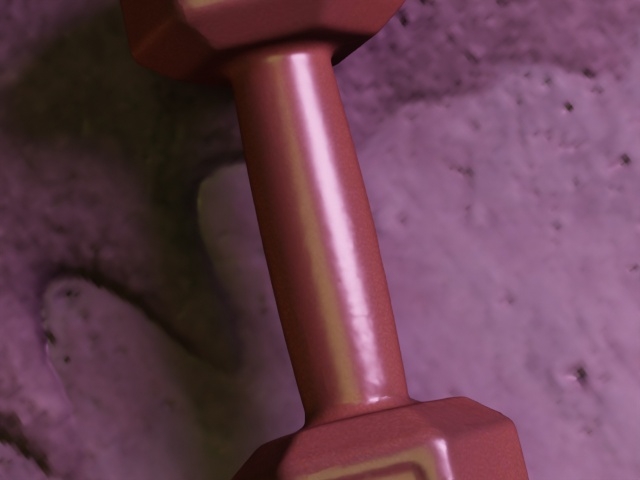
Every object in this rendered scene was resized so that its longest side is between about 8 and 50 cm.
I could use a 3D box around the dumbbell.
[{"bbox_3d":[0.000,0.000,0.518,0.092,0.082,0.230,-13,82,5],"label":"dumbbell"}]
